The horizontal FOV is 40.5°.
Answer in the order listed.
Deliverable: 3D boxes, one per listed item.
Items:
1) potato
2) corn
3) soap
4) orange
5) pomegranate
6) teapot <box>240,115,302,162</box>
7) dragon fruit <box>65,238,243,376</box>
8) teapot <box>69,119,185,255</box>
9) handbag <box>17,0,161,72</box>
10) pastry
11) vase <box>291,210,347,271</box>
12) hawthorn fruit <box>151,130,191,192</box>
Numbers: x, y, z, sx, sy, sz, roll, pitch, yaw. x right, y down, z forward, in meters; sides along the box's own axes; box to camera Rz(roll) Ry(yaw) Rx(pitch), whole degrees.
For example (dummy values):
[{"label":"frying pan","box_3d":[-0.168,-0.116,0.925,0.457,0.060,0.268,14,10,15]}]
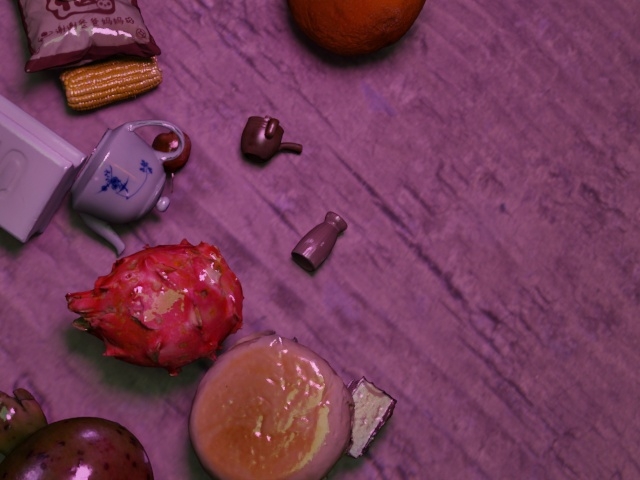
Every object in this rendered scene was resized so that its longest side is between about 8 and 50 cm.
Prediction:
[{"label":"potato","box_3d":[0.056,0.288,1.404,0.086,0.061,0.122,36,76,-1]},{"label":"corn","box_3d":[-0.347,-0.270,1.444,0.165,0.063,0.085,-17,52,-14]},{"label":"soap","box_3d":[-0.516,-0.138,1.336,0.265,0.087,0.160,36,109,-2]},{"label":"orange","box_3d":[0.060,-0.453,1.476,0.264,0.264,0.264,2,77,-11]},{"label":"pomegranate","box_3d":[-0.392,0.351,1.228,0.306,0.242,0.242,19,74,14]},{"label":"teapot","box_3d":[-0.078,-0.167,1.473,0.110,0.085,0.080,26,75,-25]},{"label":"dragon fruit","box_3d":[-0.246,0.102,1.311,0.268,0.205,0.210,-3,86,-15]},{"label":"teapot","box_3d":[-0.302,-0.093,1.375,0.159,0.159,0.232,34,103,-2]},{"label":"handbag","box_3d":[-0.393,-0.376,1.419,0.213,0.127,0.235,-15,65,-11]},{"label":"pastry","box_3d":[-0.071,0.270,1.321,0.265,0.133,0.265,-3,72,10]},{"label":"vase","box_3d":[0.000,0.000,1.461,0.053,0.053,0.100,40,69,-1]},{"label":"hawthorn fruit","box_3d":[-0.245,-0.130,1.439,0.067,0.067,0.103,-7,91,-13]}]
